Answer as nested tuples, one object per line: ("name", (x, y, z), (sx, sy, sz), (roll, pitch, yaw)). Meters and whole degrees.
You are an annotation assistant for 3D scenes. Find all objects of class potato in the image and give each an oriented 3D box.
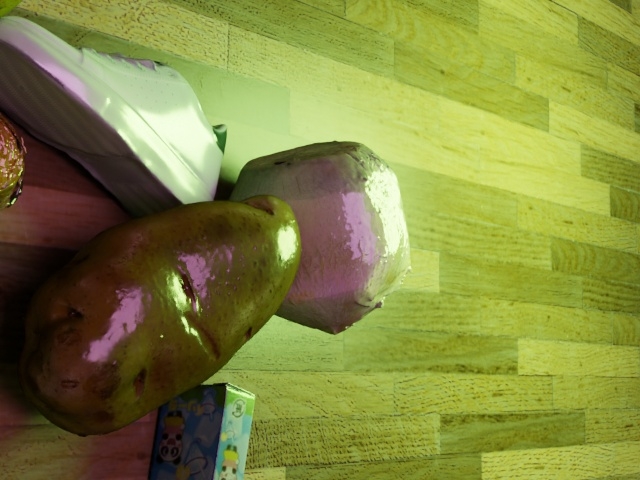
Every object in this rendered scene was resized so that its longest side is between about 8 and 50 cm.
("potato", (-0.164, 0.066, 1.368), (0.369, 0.176, 0.195), (-30, 96, -36))

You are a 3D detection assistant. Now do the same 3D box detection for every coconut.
("coconut", (0.002, 0.000, 1.587), (0.227, 0.227, 0.230), (-25, 108, -51))

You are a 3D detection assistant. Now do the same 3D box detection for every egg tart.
("egg tart", (-0.339, -0.086, 1.279), (0.130, 0.052, 0.130), (8, 80, -49))

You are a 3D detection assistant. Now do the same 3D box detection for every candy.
("candy", (-0.141, 0.261, 1.468), (0.062, 0.097, 0.194), (28, 65, -52))

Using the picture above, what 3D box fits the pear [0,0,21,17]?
("pear", (-0.333, -0.305, 1.206), (0.198, 0.198, 0.198), (8, 80, -52))

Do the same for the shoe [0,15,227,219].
("shoe", (-0.217, -0.156, 1.387), (0.363, 0.132, 0.160), (46, 53, -46))
